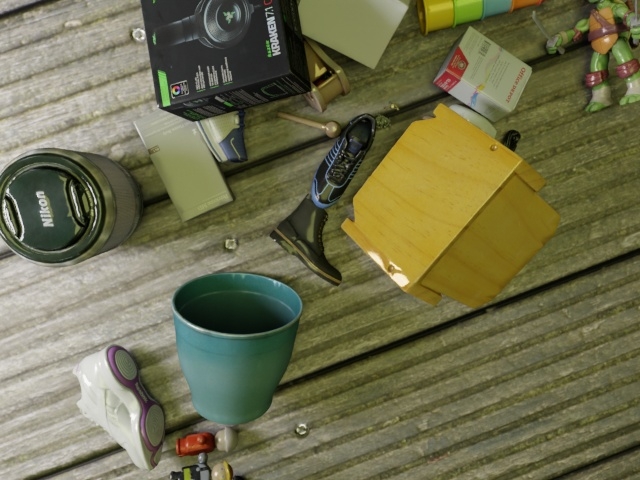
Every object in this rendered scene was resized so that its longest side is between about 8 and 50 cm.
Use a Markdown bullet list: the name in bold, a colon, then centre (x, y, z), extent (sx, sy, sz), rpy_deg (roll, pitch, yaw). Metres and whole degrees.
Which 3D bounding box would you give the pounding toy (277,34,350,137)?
- **pounding toy**: centre (-0.041, -0.335, 1.082), extent (0.155, 0.154, 0.269), rpy_deg (-36, 97, 1)

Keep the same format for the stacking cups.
- **stacking cups**: centre (0.375, -0.529, 1.105), extent (0.316, 0.096, 0.096), rpy_deg (-11, 97, 2)

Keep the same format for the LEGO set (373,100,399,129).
- **LEGO set**: centre (0.146, -0.284, 1.166), extent (0.054, 0.023, 0.083), rpy_deg (22, 95, -6)

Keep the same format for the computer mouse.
- **computer mouse**: centre (0.373, -0.248, 1.177), extent (0.193, 0.042, 0.106), rpy_deg (31, 95, -7)

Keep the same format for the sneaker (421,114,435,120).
- **sneaker**: centre (0.296, -0.209, 1.164), extent (0.188, 0.066, 0.071), rpy_deg (38, 94, -7)

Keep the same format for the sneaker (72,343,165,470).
- **sneaker**: centre (-0.465, 0.395, 1.174), extent (0.152, 0.114, 0.305), rpy_deg (-22, 94, 13)

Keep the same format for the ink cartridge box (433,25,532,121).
- **ink cartridge box**: centre (0.363, -0.369, 1.133), extent (0.175, 0.072, 0.127), rpy_deg (31, 76, -7)

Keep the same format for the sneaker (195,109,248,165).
- **sneaker**: centre (-0.193, -0.332, 1.085), extent (0.182, 0.127, 0.316), rpy_deg (-20, 96, 1)

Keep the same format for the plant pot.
- **plant pot**: centre (-0.186, 0.240, 1.098), extent (0.271, 0.272, 0.255), rpy_deg (6, 112, -5)

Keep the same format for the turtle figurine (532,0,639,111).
- **turtle figurine**: centre (0.600, -0.417, 1.101), extent (0.197, 0.274, 0.266), rpy_deg (-13, 104, 32)

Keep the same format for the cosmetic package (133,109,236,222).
- **cosmetic package**: centre (-0.292, -0.169, 1.110), extent (0.127, 0.107, 0.238), rpy_deg (-27, 94, -3)

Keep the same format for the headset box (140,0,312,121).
- **headset box**: centre (-0.184, -0.377, 0.938), extent (0.283, 0.131, 0.246), rpy_deg (-9, 89, 16)

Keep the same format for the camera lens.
- **camera lens**: centre (-0.494, -0.070, 1.019), extent (0.219, 0.274, 0.219), rpy_deg (-1, 97, -4)

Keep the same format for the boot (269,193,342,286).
- **boot**: centre (0.000, 0.000, 1.167), extent (0.198, 0.077, 0.137), rpy_deg (39, 87, -8)

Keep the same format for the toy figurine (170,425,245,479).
- **toy figurine**: centre (-0.246, 0.554, 1.144), extent (0.148, 0.209, 0.213), rpy_deg (-7, 98, -9)

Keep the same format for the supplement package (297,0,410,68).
- **supplement package**: centre (0.072, -0.496, 1.023), extent (0.194, 0.149, 0.203), rpy_deg (24, 50, -8)

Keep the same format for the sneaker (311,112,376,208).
- **sneaker**: centre (0.051, -0.181, 1.124), extent (0.081, 0.090, 0.232), rpy_deg (27, 85, -6)

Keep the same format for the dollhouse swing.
- **dollhouse swing**: centre (0.309, -0.055, 1.157), extent (0.315, 0.305, 0.347), rpy_deg (47, 108, 30)
